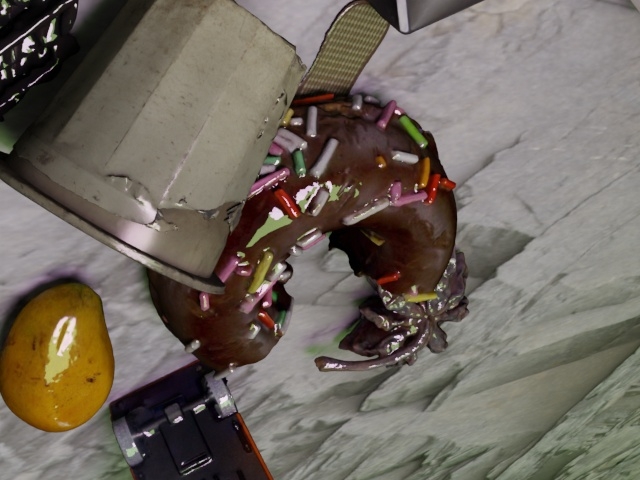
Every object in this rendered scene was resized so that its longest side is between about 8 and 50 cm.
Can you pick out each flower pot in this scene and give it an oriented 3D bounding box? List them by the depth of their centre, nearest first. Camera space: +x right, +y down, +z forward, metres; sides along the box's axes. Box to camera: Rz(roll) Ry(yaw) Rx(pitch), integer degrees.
[{"bbox_3d":[-0.114,-0.089,0.674,0.202,0.212,0.212,-55,138,0],"label":"flower pot"}]

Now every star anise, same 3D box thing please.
[{"bbox_3d":[0.108,0.098,1.086,0.209,0.089,0.231,35,93,-40],"label":"star anise"}]

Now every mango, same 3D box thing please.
[{"bbox_3d":[-0.264,0.121,0.855,0.115,0.089,0.165,-18,133,-22],"label":"mango"}]

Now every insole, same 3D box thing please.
[{"bbox_3d":[-0.006,-0.128,0.860,0.086,0.005,0.253,6,124,-39],"label":"insole"}]

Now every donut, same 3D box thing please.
[{"bbox_3d":[-0.004,-0.014,0.867,0.345,0.136,0.259,-19,140,-19],"label":"donut"}]

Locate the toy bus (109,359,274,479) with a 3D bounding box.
[{"bbox_3d":[-0.112,0.300,0.943,0.143,0.329,0.153,-26,141,-13],"label":"toy bus"}]

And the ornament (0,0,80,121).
[{"bbox_3d":[-0.256,-0.172,0.590,0.260,0.106,0.251,-37,147,-12],"label":"ornament"}]

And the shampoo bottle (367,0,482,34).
[{"bbox_3d":[0.158,-0.276,0.775,0.246,0.079,0.080,-27,139,-11],"label":"shampoo bottle"}]

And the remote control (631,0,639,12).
[{"bbox_3d":[0.319,-0.294,0.821,0.277,0.055,0.103,6,106,-57],"label":"remote control"}]
